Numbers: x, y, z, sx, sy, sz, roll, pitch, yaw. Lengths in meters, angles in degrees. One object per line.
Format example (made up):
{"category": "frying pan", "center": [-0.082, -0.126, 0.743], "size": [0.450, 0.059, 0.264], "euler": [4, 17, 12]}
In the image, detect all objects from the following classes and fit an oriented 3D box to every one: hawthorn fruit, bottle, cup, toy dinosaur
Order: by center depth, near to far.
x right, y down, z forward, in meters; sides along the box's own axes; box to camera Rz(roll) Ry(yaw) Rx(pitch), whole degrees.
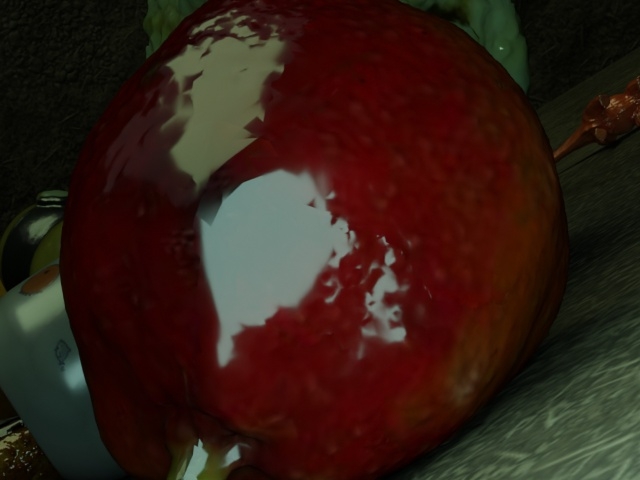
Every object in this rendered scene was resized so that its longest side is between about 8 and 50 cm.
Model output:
{"category": "hawthorn fruit", "center": [-0.019, 0.019, 0.895], "size": [0.265, 0.265, 0.307], "euler": [-28, 26, 51]}
{"category": "cup", "center": [-0.144, 0.071, 1.588], "size": [0.317, 0.212, 0.212], "euler": [-33, 3, -9]}
{"category": "toy dinosaur", "center": [0.308, -0.126, 1.863], "size": [0.279, 0.055, 0.101], "euler": [-33, -7, 5]}
{"category": "bottle", "center": [-0.229, 0.048, 1.866], "size": [0.171, 0.171, 0.351], "euler": [-33, 33, -29]}

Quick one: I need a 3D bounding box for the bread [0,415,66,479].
{"category": "bread", "center": [-0.256, 0.211, 1.749], "size": [0.139, 0.095, 0.269], "euler": [-18, -7, 34]}

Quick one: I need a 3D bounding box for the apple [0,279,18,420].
{"category": "apple", "center": [-0.373, 0.155, 2.108], "size": [0.299, 0.275, 0.299], "euler": [-35, -2, -1]}

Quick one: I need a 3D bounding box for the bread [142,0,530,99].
{"category": "bread", "center": [0.022, -0.049, 1.264], "size": [0.264, 0.395, 0.239], "euler": [-5, 7, -32]}
